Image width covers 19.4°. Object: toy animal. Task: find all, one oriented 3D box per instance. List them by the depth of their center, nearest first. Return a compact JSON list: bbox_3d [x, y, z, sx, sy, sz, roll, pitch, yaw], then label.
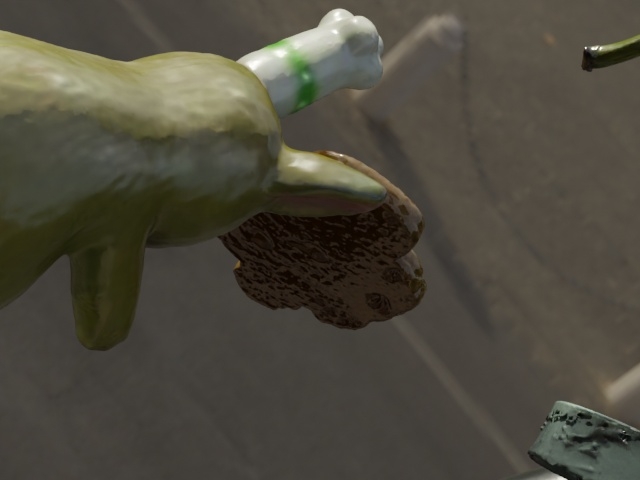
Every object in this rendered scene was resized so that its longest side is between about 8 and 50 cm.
[{"bbox_3d":[-0.117,-0.043,1.147,0.363,0.180,0.181,-1,57,-37],"label":"toy animal"}]

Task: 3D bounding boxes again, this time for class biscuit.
[{"bbox_3d":[0.000,0.000,1.737,0.208,0.290,0.041,38,59,-9],"label":"biscuit"}]

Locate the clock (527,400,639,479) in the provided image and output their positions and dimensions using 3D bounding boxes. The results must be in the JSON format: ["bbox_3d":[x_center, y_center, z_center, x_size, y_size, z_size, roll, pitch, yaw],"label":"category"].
[{"bbox_3d":[0.242,0.170,1.203,0.226,0.049,0.226,27,-4,2],"label":"clock"}]

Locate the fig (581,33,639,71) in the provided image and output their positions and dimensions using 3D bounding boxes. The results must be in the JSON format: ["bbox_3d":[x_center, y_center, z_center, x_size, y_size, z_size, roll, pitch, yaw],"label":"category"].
[{"bbox_3d":[0.297,-0.186,1.351,0.245,0.149,0.149,-33,80,-15],"label":"fig"}]

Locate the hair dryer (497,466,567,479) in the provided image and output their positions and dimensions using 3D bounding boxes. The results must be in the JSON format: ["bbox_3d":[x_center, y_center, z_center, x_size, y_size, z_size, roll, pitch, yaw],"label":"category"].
[{"bbox_3d":[0.205,0.363,1.542,0.189,0.107,0.352,-16,87,-12],"label":"hair dryer"}]
